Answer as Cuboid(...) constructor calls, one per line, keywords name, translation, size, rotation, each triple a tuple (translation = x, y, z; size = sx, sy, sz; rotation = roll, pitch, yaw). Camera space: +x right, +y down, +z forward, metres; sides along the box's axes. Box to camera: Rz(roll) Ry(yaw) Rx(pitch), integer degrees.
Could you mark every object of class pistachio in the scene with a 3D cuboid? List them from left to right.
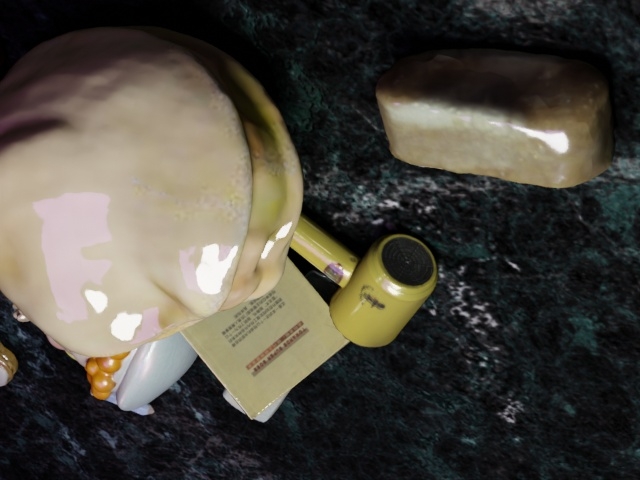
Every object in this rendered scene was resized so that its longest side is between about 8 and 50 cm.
Cuboid(name="pistachio", translation=(-0.220, -0.054, 1.790), size=(0.445, 0.281, 0.365), rotation=(9, 99, 34))

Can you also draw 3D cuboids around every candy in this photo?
Cuboid(name="candy", translation=(0.171, -0.123, 1.605), size=(0.234, 0.102, 0.104), rotation=(12, 139, 28))

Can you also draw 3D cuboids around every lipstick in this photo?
Cuboid(name="lipstick", translation=(-0.044, 0.133, 2.070), size=(0.077, 0.079, 0.253), rotation=(32, 139, 0))

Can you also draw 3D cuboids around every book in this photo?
Cuboid(name="book", translation=(-0.092, 0.075, 1.939), size=(0.231, 0.161, 0.026), rotation=(51, 177, 2))

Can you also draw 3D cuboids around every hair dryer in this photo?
Cuboid(name="hair dryer", translation=(0.000, 0.000, 1.891), size=(0.279, 0.090, 0.135), rotation=(37, 144, 2))

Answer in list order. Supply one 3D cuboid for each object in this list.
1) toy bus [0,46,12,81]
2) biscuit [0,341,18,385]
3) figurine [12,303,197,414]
Cuboid(name="toy bus", translation=(-0.418, -0.168, 1.989), size=(0.089, 0.081, 0.195), rotation=(25, 144, -8))
Cuboid(name="biscuit", translation=(-0.565, 0.152, 2.483), size=(0.181, 0.049, 0.208), rotation=(2, 136, 32))
Cuboid(name="figurine", translation=(-0.298, 0.034, 2.076), size=(0.382, 0.205, 0.224), rotation=(46, 147, 15))
